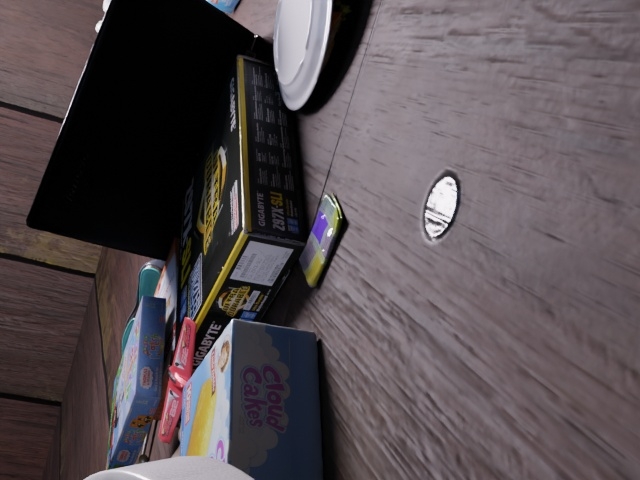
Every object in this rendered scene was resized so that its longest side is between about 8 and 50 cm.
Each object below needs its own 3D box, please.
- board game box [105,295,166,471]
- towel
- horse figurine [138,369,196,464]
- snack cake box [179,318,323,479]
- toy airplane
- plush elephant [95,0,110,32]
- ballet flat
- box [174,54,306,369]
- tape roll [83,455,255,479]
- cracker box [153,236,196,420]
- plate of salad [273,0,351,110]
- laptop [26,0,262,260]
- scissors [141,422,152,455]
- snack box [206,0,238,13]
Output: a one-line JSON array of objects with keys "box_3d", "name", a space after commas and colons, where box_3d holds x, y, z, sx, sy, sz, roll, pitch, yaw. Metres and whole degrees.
[{"box_3d": [-0.253, 0.203, 1.082, 0.160, 0.039, 0.211, -98, 27, -44], "name": "board game box"}, {"box_3d": [0.000, 0.000, 0.783, 0.060, 0.009, 0.083, -109, 38, -57], "name": "towel"}, {"box_3d": [-0.172, 0.276, 0.965, 0.174, 0.066, 0.263, 33, 100, 60], "name": "horse figurine"}, {"box_3d": [-0.067, 0.223, 0.704, 0.152, 0.089, 0.264, 125, 151, -46], "name": "snack cake box"}, {"box_3d": [-0.146, 0.164, 0.892, 0.151, 0.028, 0.151, -28, 57, 55], "name": "toy airplane"}, {"box_3d": [-0.341, -0.468, 1.613, 0.330, 0.255, 0.272, 125, 151, -43], "name": "plush elephant"}, {"box_3d": [-0.281, 0.119, 1.321, 0.074, 0.074, 0.203, -117, 39, -60], "name": "ballet flat"}, {"box_3d": [-0.110, -0.035, 1.000, 0.322, 0.079, 0.257, -97, 27, -42], "name": "box"}, {"box_3d": [-0.094, 0.344, 0.532, 0.392, 0.072, 0.392, -3, 86, 49], "name": "tape roll"}, {"box_3d": [-0.201, 0.126, 1.145, 0.232, 0.067, 0.156, -108, 37, -54], "name": "cracker box"}, {"box_3d": [-0.012, -0.251, 0.922, 0.200, 0.048, 0.200, -178, 90, -70], "name": "plate of salad"}, {"box_3d": [-0.275, -0.185, 1.240, 0.382, 0.236, 0.408, -68, 21, 1], "name": "laptop"}, {"box_3d": [-0.269, 0.233, 1.318, 0.109, 0.021, 0.297, -35, 43, 57], "name": "scissors"}, {"box_3d": [-0.120, -0.562, 1.377, 0.322, 0.060, 0.187, 146, 134, -61], "name": "snack box"}]
